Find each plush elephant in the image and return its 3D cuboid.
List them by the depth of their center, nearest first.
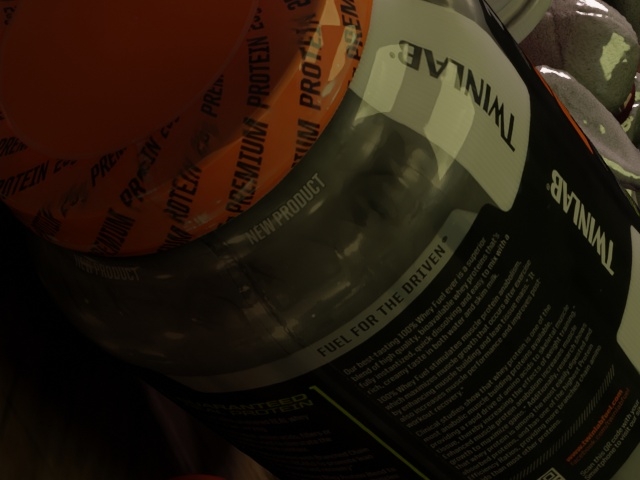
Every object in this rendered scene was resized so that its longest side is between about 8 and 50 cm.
[{"bbox_3d":[0.189,-0.090,1.427,0.255,0.330,0.272,49,34,-26],"label":"plush elephant"}]

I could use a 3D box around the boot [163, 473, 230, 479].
[{"bbox_3d":[-0.027,0.141,0.710,0.176,0.088,0.244,-86,167,-49],"label":"boot"}]

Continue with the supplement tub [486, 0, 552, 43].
[{"bbox_3d":[0.029,-0.229,1.013,0.272,0.191,0.191,56,26,-56],"label":"supplement tub"}]

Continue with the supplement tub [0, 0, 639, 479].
[{"bbox_3d":[0.014,-0.002,0.705,0.316,0.193,0.193,44,35,-49],"label":"supplement tub"}]
